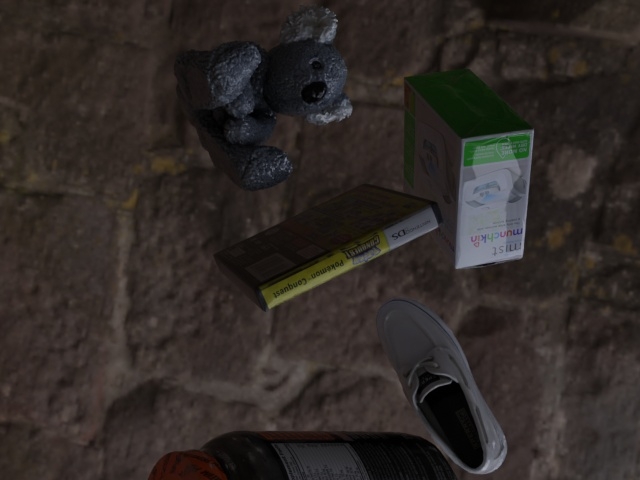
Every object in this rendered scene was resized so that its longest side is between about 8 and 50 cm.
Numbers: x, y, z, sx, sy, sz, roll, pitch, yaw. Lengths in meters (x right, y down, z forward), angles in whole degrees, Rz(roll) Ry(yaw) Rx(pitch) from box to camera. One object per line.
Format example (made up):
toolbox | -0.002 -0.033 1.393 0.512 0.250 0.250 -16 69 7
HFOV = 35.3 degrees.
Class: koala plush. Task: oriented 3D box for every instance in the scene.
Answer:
koala plush | -0.062 -0.205 1.331 0.203 0.221 0.196 36 -33 56

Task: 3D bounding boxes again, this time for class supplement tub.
supplement tub | -0.019 0.321 1.145 0.207 0.338 0.207 -15 -109 54

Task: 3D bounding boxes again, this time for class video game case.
video game case | 0.000 0.000 1.320 0.035 0.248 0.275 67 -12 -14

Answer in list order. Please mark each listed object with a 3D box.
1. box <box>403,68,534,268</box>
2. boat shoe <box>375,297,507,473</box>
box | 0.233 -0.122 1.632 0.262 0.126 0.231 -117 -158 -56
boat shoe | 0.150 0.180 1.287 0.095 0.258 0.084 -40 161 13
